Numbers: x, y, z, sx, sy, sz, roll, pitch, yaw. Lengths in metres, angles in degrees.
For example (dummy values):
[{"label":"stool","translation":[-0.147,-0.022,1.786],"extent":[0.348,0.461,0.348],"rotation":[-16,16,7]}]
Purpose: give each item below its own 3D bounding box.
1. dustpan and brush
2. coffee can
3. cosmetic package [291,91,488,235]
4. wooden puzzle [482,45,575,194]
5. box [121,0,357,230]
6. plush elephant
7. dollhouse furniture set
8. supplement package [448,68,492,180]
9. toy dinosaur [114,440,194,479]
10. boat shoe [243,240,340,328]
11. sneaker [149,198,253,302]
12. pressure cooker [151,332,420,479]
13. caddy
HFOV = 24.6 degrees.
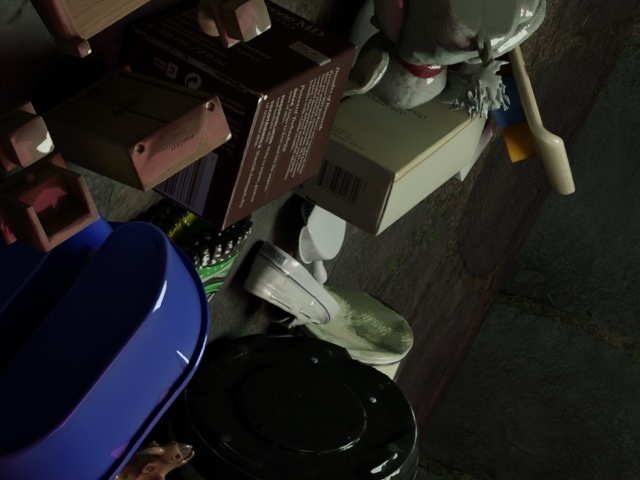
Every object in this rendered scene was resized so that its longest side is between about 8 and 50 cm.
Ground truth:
[{"label":"dustpan and brush","translation":[0.000,0.000,2.194],"extent":[0.147,0.060,0.211],"rotation":[-65,150,-42]},{"label":"coffee can","translation":[0.013,0.241,2.391],"extent":[0.201,0.201,0.275],"rotation":[-31,146,-56]},{"label":"cosmetic package","translation":[0.102,-0.138,2.120],"extent":[0.309,0.160,0.113],"rotation":[-39,152,-51]},{"label":"wooden puzzle","translation":[0.292,-0.253,2.282],"extent":[0.080,0.348,0.322],"rotation":[-21,164,8]},{"label":"box","translation":[-0.097,-0.146,1.555],"extent":[0.203,0.168,0.167],"rotation":[-36,149,-53]},{"label":"plush elephant","translation":[0.140,-0.280,1.909],"extent":[0.271,0.255,0.330],"rotation":[12,71,-32]},{"label":"dollhouse furniture set","translation":[-0.233,-0.224,1.286],"extent":[0.303,0.173,0.356],"rotation":[-36,123,-27]},{"label":"supplement package","translation":[0.211,-0.193,2.411],"extent":[0.105,0.105,0.179],"rotation":[-57,162,-12]},{"label":"toy dinosaur","translation":[-0.290,0.361,1.901],"extent":[0.296,0.127,0.200],"rotation":[-52,161,-10]},{"label":"boat shoe","translation":[-0.046,0.086,2.172],"extent":[0.088,0.096,0.267],"rotation":[-54,160,-7]},{"label":"sneaker","translation":[-0.194,0.070,1.684],"extent":[0.343,0.134,0.146],"rotation":[-36,151,-52]},{"label":"pressure cooker","translation":[-0.065,0.397,2.133],"extent":[0.370,0.375,0.420],"rotation":[-46,156,-52]},{"label":"caddy","translation":[-0.260,0.107,1.397],"extent":[0.341,0.241,0.179],"rotation":[-53,156,-20]}]
